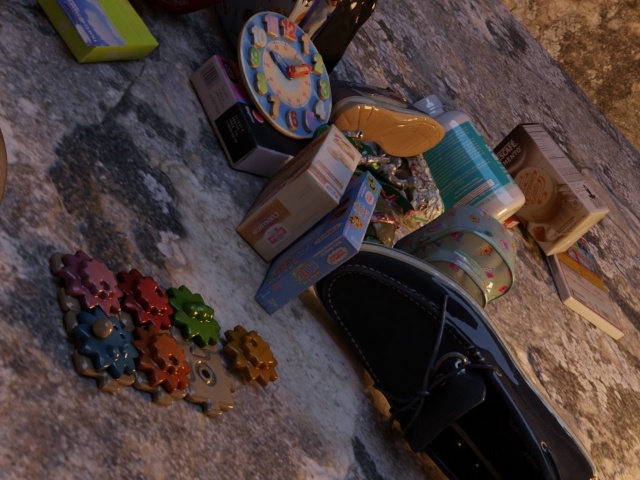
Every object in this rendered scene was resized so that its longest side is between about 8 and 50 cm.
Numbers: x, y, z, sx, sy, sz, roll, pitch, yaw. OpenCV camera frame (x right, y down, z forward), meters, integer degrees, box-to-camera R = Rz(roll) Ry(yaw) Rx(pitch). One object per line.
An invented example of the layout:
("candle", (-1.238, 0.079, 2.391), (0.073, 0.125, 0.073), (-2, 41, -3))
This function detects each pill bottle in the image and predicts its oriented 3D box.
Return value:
("pill bottle", (0.250, -0.139, 2.397), (0.264, 0.146, 0.146), (56, 25, 8))

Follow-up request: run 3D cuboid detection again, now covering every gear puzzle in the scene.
("gear puzzle", (-0.156, 0.113, 1.495), (0.339, 0.044, 0.175), (23, 38, -47))

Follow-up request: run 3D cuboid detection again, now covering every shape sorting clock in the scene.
("shape sorting clock", (-0.050, -0.253, 1.976), (0.206, 0.040, 0.206), (30, 48, -39))

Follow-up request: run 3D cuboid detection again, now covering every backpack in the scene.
("backpack", (0.213, 0.044, 2.044), (0.166, 0.188, 0.144), (46, 26, -15))
("backpack", (-0.059, -0.417, 2.145), (0.213, 0.276, 0.263), (0, 52, -44))

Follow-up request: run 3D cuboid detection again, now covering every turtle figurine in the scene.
("turtle figurine", (0.061, -0.009, 1.955), (0.175, 0.118, 0.234), (22, 44, -47))

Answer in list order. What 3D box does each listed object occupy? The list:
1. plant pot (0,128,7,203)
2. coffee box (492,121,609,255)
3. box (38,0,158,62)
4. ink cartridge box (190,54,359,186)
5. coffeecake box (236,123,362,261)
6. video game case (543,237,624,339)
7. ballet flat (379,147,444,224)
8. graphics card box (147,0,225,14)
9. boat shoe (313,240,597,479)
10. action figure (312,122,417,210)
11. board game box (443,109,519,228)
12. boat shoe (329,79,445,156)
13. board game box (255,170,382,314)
("plant pot", (-0.410, -0.079, 1.065), (0.323, 0.323, 0.280), (58, 9, 13))
("coffee box", (0.463, -0.109, 2.699), (0.098, 0.141, 0.246), (-10, 58, -53))
("box", (-0.309, -0.299, 1.780), (0.109, 0.042, 0.178), (55, 25, 7))
("ink cartridge box", (-0.041, -0.168, 2.048), (0.371, 0.069, 0.175), (14, 44, -56))
("coffeecake box", (-0.028, -0.069, 1.838), (0.068, 0.142, 0.185), (46, 25, -11))
("video game case", (0.545, 0.063, 2.777), (0.204, 0.025, 0.285), (32, 32, -36))
("ballet flat", (0.147, -0.127, 2.294), (0.077, 0.091, 0.241), (-2, 47, -24))
("graphics card box", (-0.268, -0.539, 1.949), (0.233, 0.094, 0.371), (-4, 78, -73))
("boat shoe", (0.174, 0.201, 1.758), (0.500, 0.187, 0.156), (48, 31, 3))
("action figure", (0.062, -0.132, 2.019), (0.232, 0.063, 0.137), (23, 22, -52))
("board game box", (0.301, -0.151, 2.643), (0.145, 0.027, 0.281), (9, 49, -58))
("boat shoe", (0.106, -0.211, 2.169), (0.285, 0.103, 0.092), (8, 49, -49))
("board game box", (0.000, 0.000, 1.773), (0.039, 0.160, 0.211), (48, 25, -12))
